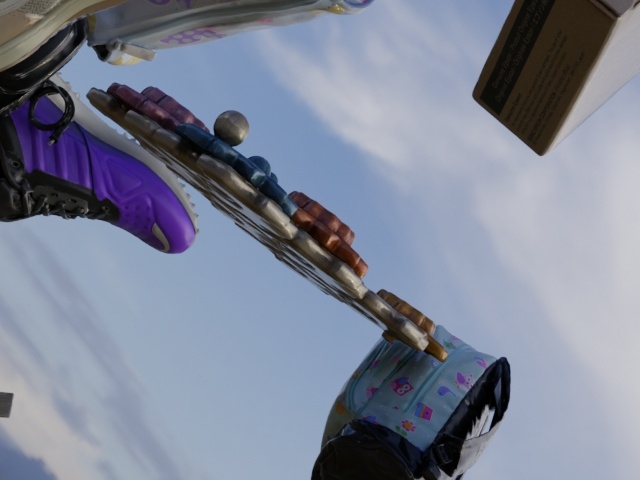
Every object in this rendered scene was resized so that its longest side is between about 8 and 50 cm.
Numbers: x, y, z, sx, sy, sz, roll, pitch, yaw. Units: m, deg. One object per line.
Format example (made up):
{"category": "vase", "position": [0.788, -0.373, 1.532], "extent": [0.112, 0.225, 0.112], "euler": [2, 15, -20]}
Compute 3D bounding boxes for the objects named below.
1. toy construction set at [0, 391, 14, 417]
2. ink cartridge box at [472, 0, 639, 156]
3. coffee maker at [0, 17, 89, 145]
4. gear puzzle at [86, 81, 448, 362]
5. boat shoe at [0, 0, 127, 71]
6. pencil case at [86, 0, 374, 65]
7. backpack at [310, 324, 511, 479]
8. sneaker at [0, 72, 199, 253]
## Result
{"category": "toy construction set", "position": [-0.312, 0.234, 1.298], "extent": [0.237, 0.309, 0.257], "euler": [4, -45, 4]}
{"category": "ink cartridge box", "position": [0.244, -0.203, 1.255], "extent": [0.088, 0.235, 0.193], "euler": [42, -29, 14]}
{"category": "coffee maker", "position": [-0.268, -0.174, 1.386], "extent": [0.171, 0.120, 0.178], "euler": [28, -9, -19]}
{"category": "gear puzzle", "position": [0.000, 0.000, 1.045], "extent": [0.175, 0.044, 0.339], "euler": [31, -7, 45]}
{"category": "boat shoe", "position": [-0.227, -0.203, 1.186], "extent": [0.098, 0.302, 0.109], "euler": [66, -5, -28]}
{"category": "pencil case", "position": [-0.083, -0.226, 1.347], "extent": [0.273, 0.124, 0.113], "euler": [-9, -61, 31]}
{"category": "backpack", "position": [0.068, 0.141, 1.188], "extent": [0.115, 0.182, 0.152], "euler": [32, -44, 9]}
{"category": "sneaker", "position": [-0.260, -0.060, 1.542], "extent": [0.293, 0.146, 0.102], "euler": [42, -28, -15]}
